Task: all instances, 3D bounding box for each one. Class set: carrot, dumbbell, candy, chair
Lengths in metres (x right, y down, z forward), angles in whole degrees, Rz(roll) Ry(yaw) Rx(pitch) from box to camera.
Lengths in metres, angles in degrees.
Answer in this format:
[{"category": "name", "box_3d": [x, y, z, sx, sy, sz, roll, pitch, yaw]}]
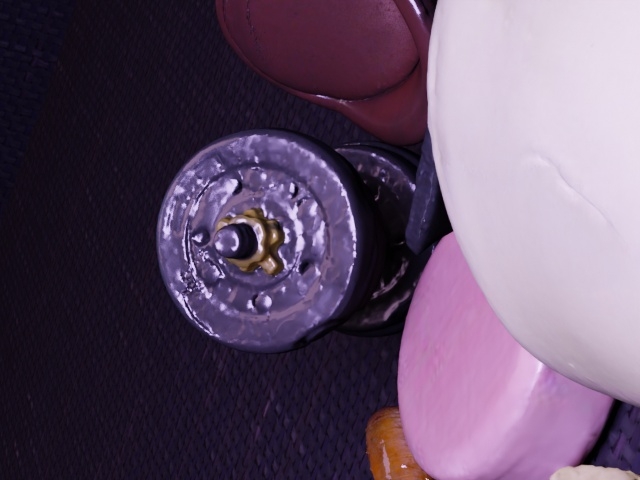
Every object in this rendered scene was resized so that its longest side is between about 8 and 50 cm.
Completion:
[{"category": "carrot", "box_3d": [0.078, 0.248, 1.596, 0.059, 0.059, 0.248, -52, 35, 43]}, {"category": "dumbbell", "box_3d": [0.000, 0.000, 1.592, 0.388, 0.185, 0.185, -3, -67, -68]}, {"category": "candy", "box_3d": [0.151, 0.087, 1.471, 0.255, 0.094, 0.255, -47, 35, 48]}, {"category": "chair", "box_3d": [0.041, -0.282, 1.684, 0.226, 0.226, 0.401, -49, 21, 47]}]

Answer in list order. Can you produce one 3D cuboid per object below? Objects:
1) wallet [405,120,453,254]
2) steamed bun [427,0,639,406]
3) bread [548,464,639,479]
[{"category": "wallet", "box_3d": [0.159, -0.097, 1.353, 0.030, 0.285, 0.146, 34, 134, 25]}, {"category": "steamed bun", "box_3d": [0.250, -0.118, 1.109, 0.371, 0.290, 0.456, 9, 85, 66]}, {"category": "bread", "box_3d": [0.209, 0.274, 1.026, 0.198, 0.236, 0.263, -57, 28, 37]}]
